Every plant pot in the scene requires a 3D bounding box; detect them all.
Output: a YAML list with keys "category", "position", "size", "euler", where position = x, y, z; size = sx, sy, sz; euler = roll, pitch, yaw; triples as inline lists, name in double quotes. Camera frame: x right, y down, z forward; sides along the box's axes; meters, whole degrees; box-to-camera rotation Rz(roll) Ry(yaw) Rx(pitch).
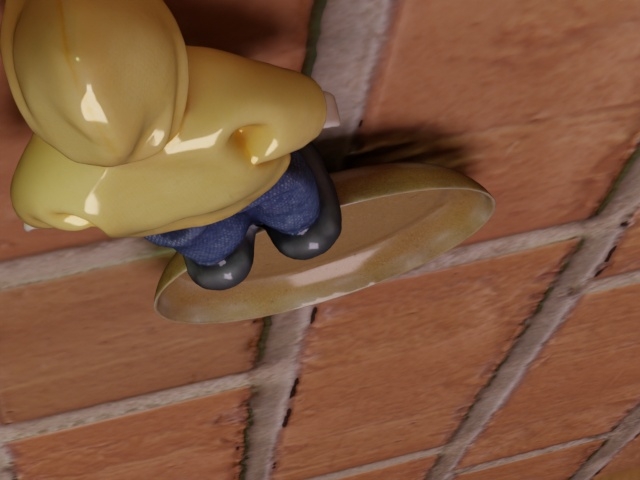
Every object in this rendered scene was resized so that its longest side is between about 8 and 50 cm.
- category: "plant pot"
  position: [0.000, 0.000, 1.003]
  size: [0.236, 0.032, 0.236]
  euler: [-16, 165, -4]

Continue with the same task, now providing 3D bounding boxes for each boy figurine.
- category: "boy figurine"
  position: [-0.084, -0.048, 0.762]
  size: [0.177, 0.092, 0.285]
  euler: [-21, 158, 12]
